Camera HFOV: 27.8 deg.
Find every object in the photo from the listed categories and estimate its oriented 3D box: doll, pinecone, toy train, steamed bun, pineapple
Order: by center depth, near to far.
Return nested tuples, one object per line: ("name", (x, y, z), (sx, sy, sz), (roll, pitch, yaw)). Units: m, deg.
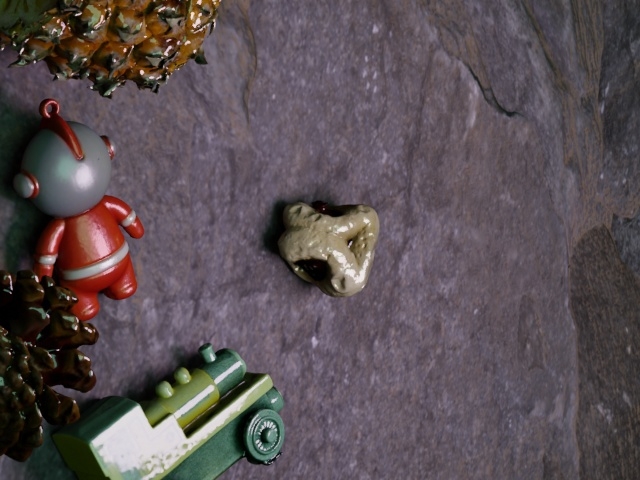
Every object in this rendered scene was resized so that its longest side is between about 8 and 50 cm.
("pineapple", (-0.306, -0.356, 1.763), (0.300, 0.352, 0.352), (29, 75, -48))
("pinecone", (-0.420, 0.155, 1.772), (0.264, 0.264, 0.264), (-6, 98, -42))
("doll", (-0.362, -0.049, 1.901), (0.200, 0.105, 0.336), (-31, 122, -35))
("toy train", (-0.216, 0.301, 2.044), (0.369, 0.150, 0.237), (-37, 112, -36))
("steamed bun", (0.000, 0.000, 2.222), (0.155, 0.141, 0.172), (21, 77, -28))
